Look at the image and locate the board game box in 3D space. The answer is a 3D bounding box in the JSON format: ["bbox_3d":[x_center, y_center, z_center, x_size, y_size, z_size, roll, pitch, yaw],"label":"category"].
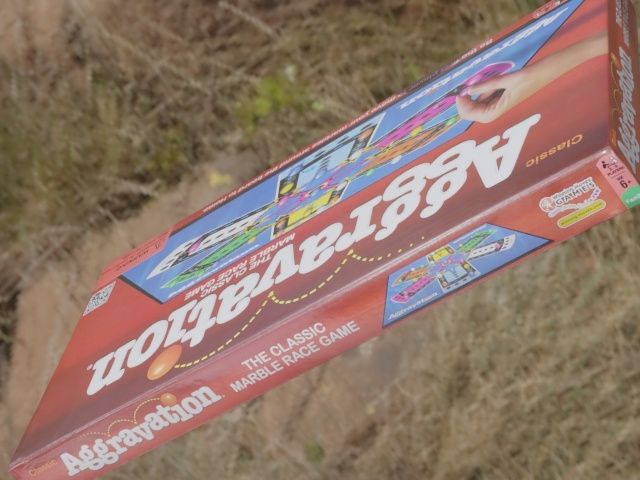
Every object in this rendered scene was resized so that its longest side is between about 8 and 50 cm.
[{"bbox_3d":[0.000,0.000,0.566,0.281,0.027,0.145,-29,25,26],"label":"board game box"}]
